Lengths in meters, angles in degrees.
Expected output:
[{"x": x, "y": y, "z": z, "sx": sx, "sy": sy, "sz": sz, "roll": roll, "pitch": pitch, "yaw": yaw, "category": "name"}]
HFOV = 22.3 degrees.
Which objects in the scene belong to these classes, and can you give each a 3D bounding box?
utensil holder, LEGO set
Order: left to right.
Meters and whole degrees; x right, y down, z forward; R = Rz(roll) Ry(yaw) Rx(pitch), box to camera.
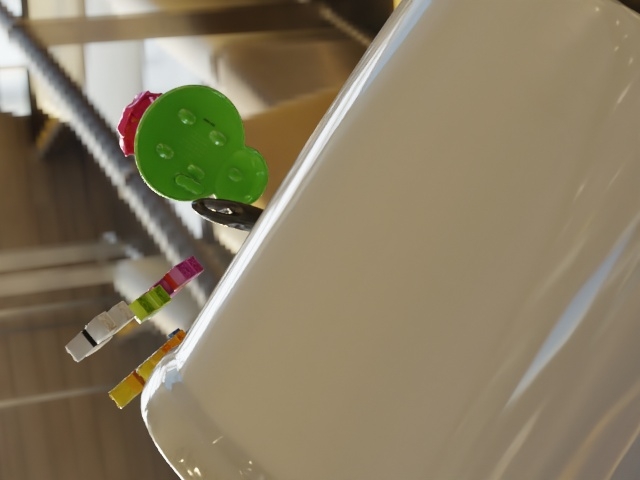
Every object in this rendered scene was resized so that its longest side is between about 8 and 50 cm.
[{"x": -0.169, "y": 0.100, "z": 1.554, "sx": 0.093, "sy": 0.227, "sz": 0.087, "roll": -41, "pitch": 88, "yaw": 22, "category": "LEGO set"}, {"x": 0.118, "y": 0.030, "z": 1.083, "sx": 0.385, "sy": 0.327, "sz": 0.327, "roll": -57, "pitch": 35, "yaw": 9, "category": "utensil holder"}]

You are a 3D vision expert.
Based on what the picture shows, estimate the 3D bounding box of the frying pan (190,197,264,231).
[{"x": 0.021, "y": 0.019, "z": 1.601, "sx": 0.197, "sy": 0.326, "sz": 0.053, "roll": 45, "pitch": 119, "yaw": 18, "category": "frying pan"}]

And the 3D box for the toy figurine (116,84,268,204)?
[{"x": -0.159, "y": -0.113, "z": 1.839, "sx": 0.130, "sy": 0.173, "sz": 0.159, "roll": -59, "pitch": 31, "yaw": -2, "category": "toy figurine"}]
